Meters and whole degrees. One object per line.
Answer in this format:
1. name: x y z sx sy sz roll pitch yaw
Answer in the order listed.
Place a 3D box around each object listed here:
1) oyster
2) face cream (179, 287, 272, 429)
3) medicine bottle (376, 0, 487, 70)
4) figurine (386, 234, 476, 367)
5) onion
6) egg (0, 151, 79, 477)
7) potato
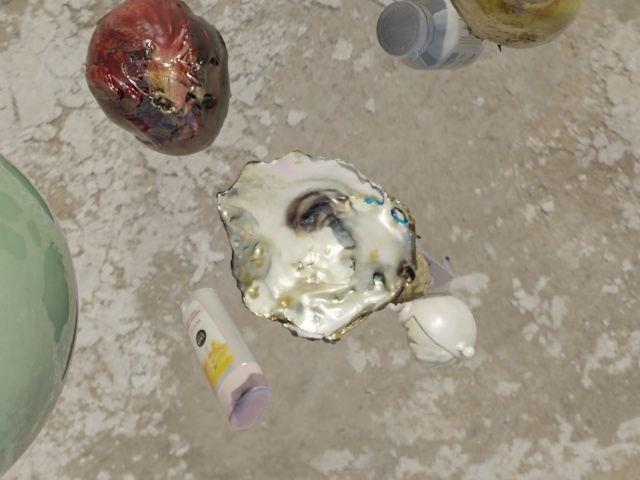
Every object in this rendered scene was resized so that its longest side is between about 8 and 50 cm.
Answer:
1. oyster: 0.000 0.000 0.961 0.214 0.083 0.223 -22 97 -3
2. face cream: -0.168 0.199 1.502 0.073 0.269 0.107 8 123 -37
3. medicine bottle: 0.192 -0.365 1.492 0.135 0.215 0.135 9 105 35
4. figurine: 0.198 0.125 1.488 0.144 0.256 0.182 -24 138 4
5. onion: -0.253 -0.253 1.382 0.221 0.281 0.281 -33 110 -15
6. egg: -0.305 0.047 0.574 0.276 0.389 0.276 -2 98 -17
7. potato: 0.214 -0.307 0.958 0.173 0.300 0.140 39 88 19
